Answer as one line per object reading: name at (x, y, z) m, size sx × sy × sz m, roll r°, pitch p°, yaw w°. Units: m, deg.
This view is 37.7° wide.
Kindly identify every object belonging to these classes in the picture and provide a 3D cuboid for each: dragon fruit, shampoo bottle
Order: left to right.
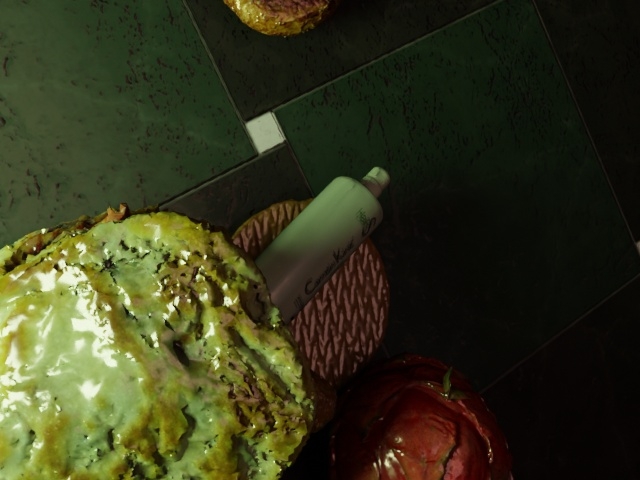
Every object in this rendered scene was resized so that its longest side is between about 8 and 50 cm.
shampoo bottle at (0.000, 0.000, 1.173) m, size 0.262 × 0.085 × 0.085 m, roll -47°, pitch 107°, yaw -23°
dragon fruit at (0.128, 0.282, 1.164) m, size 0.244 × 0.244 × 0.299 m, roll 1°, pitch 56°, yaw -28°

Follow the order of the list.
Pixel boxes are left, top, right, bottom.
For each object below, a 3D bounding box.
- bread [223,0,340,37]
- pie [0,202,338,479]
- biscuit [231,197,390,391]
bread at (-0.050, -0.357, 1.231) m, size 0.193 × 0.064 × 0.193 m, roll 2°, pitch 83°, yaw -21°
pie at (-0.220, 0.175, 0.975) m, size 0.418 × 0.180 × 0.395 m, roll -38°, pitch 100°, yaw -13°
biscuit at (-0.024, 0.076, 1.223) m, size 0.262 × 0.037 × 0.262 m, roll 2°, pitch 85°, yaw -27°
